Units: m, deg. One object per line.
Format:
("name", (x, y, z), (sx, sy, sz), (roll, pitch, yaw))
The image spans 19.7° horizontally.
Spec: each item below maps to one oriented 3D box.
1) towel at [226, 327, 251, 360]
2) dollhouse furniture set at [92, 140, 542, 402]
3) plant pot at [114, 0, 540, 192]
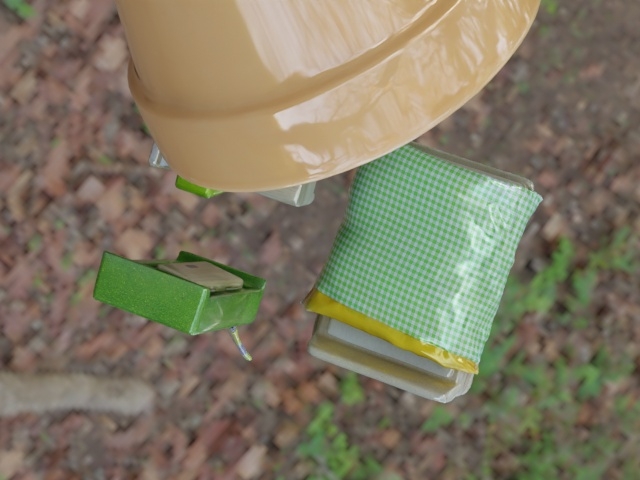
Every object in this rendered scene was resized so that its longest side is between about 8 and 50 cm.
("towel", (-0.097, 0.091, 1.966), (0.009, 0.060, 0.083), (-31, 150, -6))
("dollhouse furniture set", (0.000, 0.000, 1.506), (0.151, 0.302, 0.197), (2, 106, -71))
("plant pot", (-0.023, -0.202, 1.216), (0.291, 0.291, 0.203), (-41, 124, -18))
